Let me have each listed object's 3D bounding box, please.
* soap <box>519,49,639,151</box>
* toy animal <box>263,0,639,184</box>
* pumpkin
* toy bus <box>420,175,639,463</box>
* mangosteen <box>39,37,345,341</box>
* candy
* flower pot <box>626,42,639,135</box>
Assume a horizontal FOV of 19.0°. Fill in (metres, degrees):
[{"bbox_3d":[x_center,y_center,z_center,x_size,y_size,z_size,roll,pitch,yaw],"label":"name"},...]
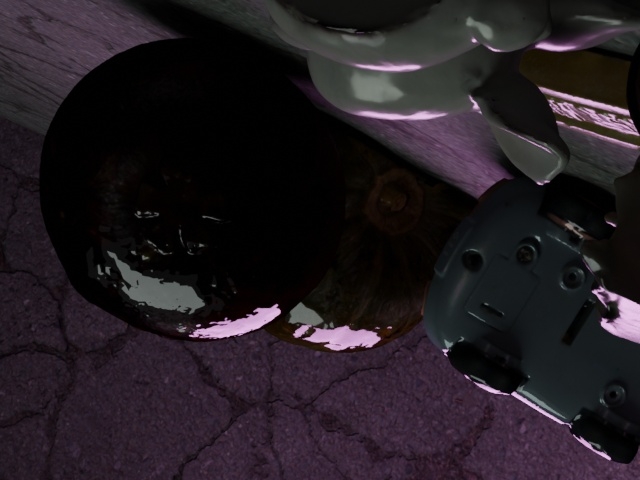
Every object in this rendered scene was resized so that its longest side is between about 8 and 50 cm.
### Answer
[{"bbox_3d":[0.178,-0.094,1.236,0.252,0.037,0.092,21,172,43],"label":"soap"},{"bbox_3d":[0.062,-0.124,0.983,0.178,0.127,0.193,20,171,32],"label":"toy animal"},{"bbox_3d":[0.000,0.000,2.082,0.325,0.232,0.242,32,176,-26],"label":"pumpkin"},{"bbox_3d":[0.232,0.055,1.777,0.288,0.194,0.232,29,-170,-12],"label":"toy bus"},{"bbox_3d":[-0.125,-0.049,1.827,0.297,0.297,0.293,27,176,-18],"label":"mangosteen"},{"bbox_3d":[0.286,0.021,1.329,0.195,0.137,0.185,23,175,10],"label":"candy"},{"bbox_3d":[0.201,-0.088,0.892,0.111,0.111,0.089,24,160,15],"label":"flower pot"}]
